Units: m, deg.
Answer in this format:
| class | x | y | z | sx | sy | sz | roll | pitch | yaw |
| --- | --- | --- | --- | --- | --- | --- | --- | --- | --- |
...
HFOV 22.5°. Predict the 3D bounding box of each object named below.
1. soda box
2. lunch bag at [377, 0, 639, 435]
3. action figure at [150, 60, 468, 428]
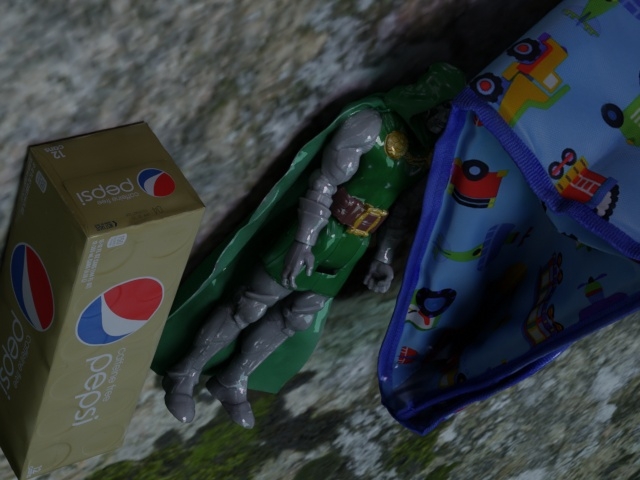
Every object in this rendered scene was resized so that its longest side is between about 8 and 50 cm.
| class | x | y | z | sx | sy | sz | roll | pitch | yaw |
| --- | --- | --- | --- | --- | --- | --- | --- | --- | --- |
| soda box | -0.113 | 0.033 | 0.750 | 0.061 | 0.058 | 0.181 | -16 | 145 | -34 |
| lunch bag | 0.140 | -0.016 | 0.884 | 0.221 | 0.138 | 0.293 | -40 | 169 | -30 |
| action figure | 0.000 | 0.000 | 0.831 | 0.137 | 0.063 | 0.232 | 10 | 124 | -50 |
